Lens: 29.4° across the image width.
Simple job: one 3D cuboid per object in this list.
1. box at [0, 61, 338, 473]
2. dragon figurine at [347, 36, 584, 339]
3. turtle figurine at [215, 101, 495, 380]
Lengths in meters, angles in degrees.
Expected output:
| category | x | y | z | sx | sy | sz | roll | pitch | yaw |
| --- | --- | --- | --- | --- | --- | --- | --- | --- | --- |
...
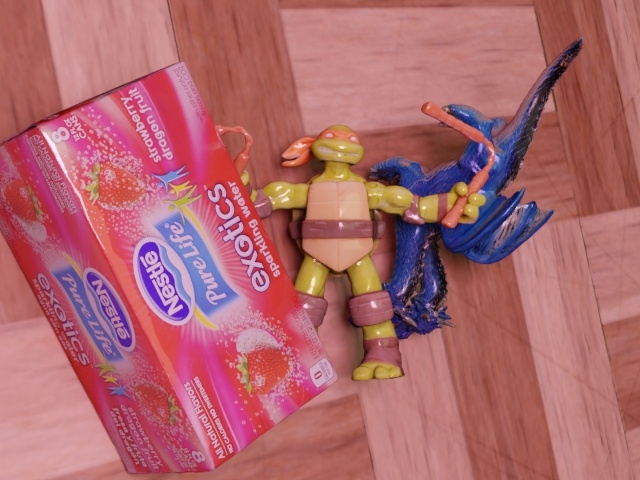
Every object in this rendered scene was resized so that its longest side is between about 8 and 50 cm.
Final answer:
| category | x | y | z | sx | sy | sz | roll | pitch | yaw |
| --- | --- | --- | --- | --- | --- | --- | --- | --- | --- |
| box | -0.115 | 0.023 | 0.856 | 0.128 | 0.123 | 0.256 | -32 | 101 | -37 |
| dragon figurine | 0.134 | -0.033 | 1.018 | 0.085 | 0.289 | 0.144 | 23 | 36 | -59 |
| turtle figurine | 0.000 | 0.000 | 0.966 | 0.270 | 0.087 | 0.217 | 2 | 88 | -8 |
